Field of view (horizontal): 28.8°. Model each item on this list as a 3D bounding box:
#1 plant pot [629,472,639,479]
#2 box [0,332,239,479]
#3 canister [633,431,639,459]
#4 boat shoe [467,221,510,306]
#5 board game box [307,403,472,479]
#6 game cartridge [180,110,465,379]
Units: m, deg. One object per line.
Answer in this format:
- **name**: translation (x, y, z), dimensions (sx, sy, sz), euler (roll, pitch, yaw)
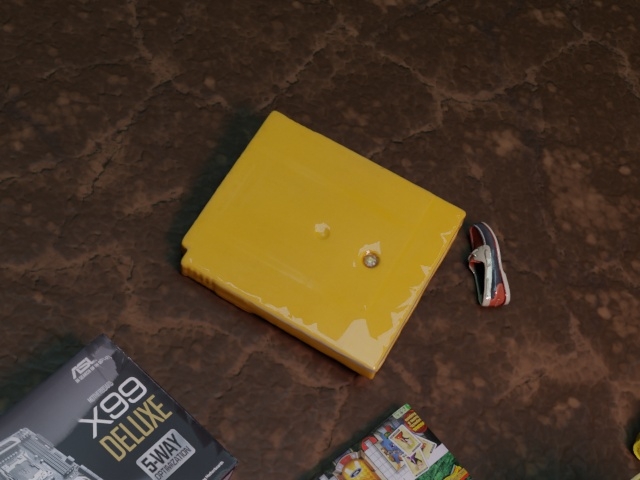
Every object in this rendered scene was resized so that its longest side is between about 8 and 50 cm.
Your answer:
- **plant pot**: translation (0.394, 0.444, 1.482), dimensions (0.275, 0.293, 0.275), euler (8, 57, -13)
- **box**: translation (-0.290, 0.294, 1.493), dimensions (0.242, 0.076, 0.307), euler (43, 57, 11)
- **canister**: translation (0.534, 0.260, 1.774), dimensions (0.126, 0.073, 0.170), euler (35, 54, 6)
- **boat shoe**: translation (0.240, 0.035, 1.838), dimensions (0.043, 0.049, 0.137), euler (-5, 66, -18)
- **board game box**: translation (0.064, 0.333, 1.610), dimensions (0.259, 0.030, 0.136), euler (-34, 76, -31)
- **game cartridge**: translation (0.000, 0.000, 1.748), dimensions (0.323, 0.053, 0.285), euler (29, 65, 9)
